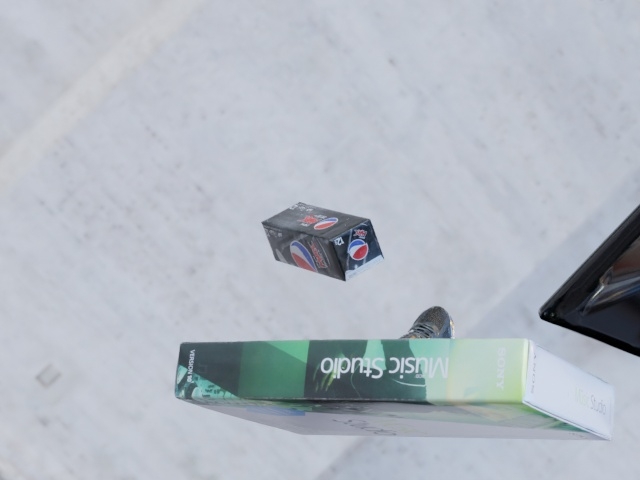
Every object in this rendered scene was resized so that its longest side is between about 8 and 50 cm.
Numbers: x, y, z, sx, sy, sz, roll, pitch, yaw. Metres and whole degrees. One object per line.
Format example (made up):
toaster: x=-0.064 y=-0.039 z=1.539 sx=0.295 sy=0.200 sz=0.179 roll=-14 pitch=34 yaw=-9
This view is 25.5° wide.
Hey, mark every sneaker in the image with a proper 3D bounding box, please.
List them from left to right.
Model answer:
sneaker: x=0.131 y=0.153 z=1.939 sx=0.072 sy=0.178 sz=0.077 roll=18 pitch=-37 yaw=21

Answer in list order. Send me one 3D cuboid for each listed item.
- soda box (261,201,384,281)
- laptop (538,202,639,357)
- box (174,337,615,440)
soda box: x=0.000 y=0.000 z=1.607 sx=0.169 sy=0.060 sz=0.053 roll=15 pitch=-51 yaw=60
laptop: x=0.403 y=-0.084 z=1.300 sx=0.408 sy=0.382 sz=0.236 roll=20 pitch=29 yaw=-39
box: x=0.069 y=0.133 z=1.234 sx=0.322 sy=0.058 sz=0.232 roll=-4 pitch=-16 yaw=28
